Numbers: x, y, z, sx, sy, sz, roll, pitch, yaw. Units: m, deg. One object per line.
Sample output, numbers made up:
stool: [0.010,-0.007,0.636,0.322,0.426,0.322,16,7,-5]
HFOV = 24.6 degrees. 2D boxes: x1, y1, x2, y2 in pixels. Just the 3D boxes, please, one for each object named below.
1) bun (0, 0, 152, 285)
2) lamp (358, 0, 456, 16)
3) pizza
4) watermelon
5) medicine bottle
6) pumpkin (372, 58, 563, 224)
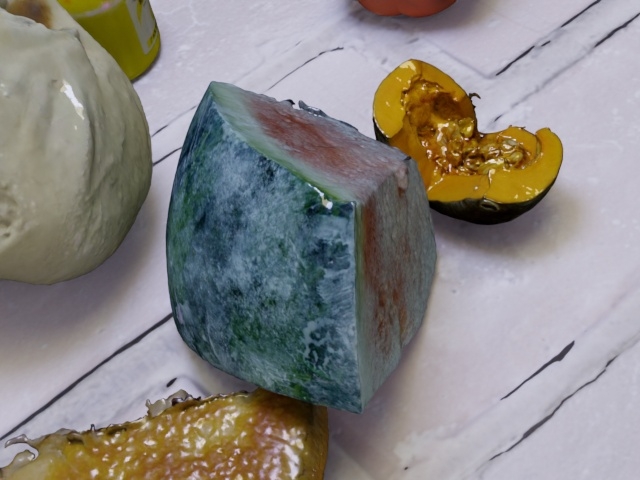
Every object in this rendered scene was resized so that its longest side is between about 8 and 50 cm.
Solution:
bun: [-0.311,-0.136,1.361,0.202,0.364,0.364,-52,44,24]
lamp: [0.086,-0.320,1.547,0.188,0.187,0.164,6,52,17]
pizza: [-0.137,0.205,1.216,0.297,0.071,0.189,-8,49,7]
watermelon: [0.000,0.000,1.289,0.258,0.228,0.387,2,17,-28]
medicine bottle: [-0.252,-0.274,1.561,0.122,0.212,0.122,-6,49,7]
pumpkin: [0.131,-0.077,1.375,0.183,0.107,0.119,36,60,17]
